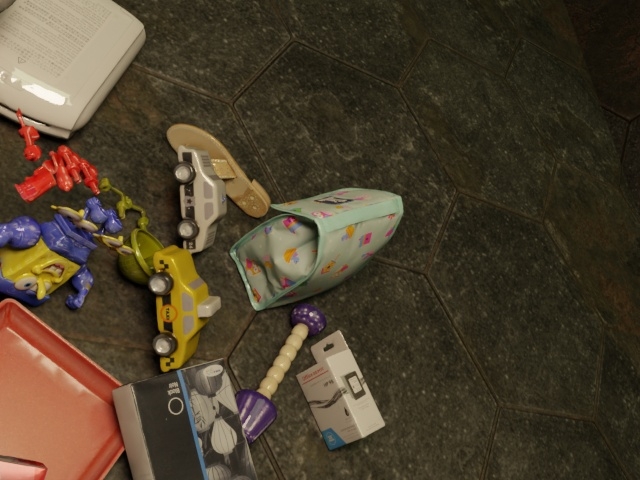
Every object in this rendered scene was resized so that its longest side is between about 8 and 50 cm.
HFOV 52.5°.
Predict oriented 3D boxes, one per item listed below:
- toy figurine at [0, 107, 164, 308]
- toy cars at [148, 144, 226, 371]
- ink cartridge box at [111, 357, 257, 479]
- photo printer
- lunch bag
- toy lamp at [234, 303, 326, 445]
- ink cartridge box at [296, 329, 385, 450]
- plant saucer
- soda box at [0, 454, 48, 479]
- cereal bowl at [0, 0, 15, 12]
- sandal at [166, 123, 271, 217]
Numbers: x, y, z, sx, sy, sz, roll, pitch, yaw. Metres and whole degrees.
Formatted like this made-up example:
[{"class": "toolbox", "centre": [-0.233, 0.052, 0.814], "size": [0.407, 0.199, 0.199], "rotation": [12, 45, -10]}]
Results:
[{"class": "toy figurine", "centre": [-0.394, 0.008, 0.951], "size": [0.191, 0.217, 0.362], "rotation": [55, -1, 23]}, {"class": "toy cars", "centre": [-0.197, 0.016, 1.055], "size": [0.087, 0.176, 0.393], "rotation": [-1, 56, 6]}, {"class": "ink cartridge box", "centre": [-0.170, 0.346, 0.915], "size": [0.165, 0.065, 0.332], "rotation": [-8, 77, -47]}, {"class": "photo printer", "centre": [-0.472, -0.326, 1.106], "size": [0.256, 0.107, 0.307], "rotation": [31, 49, -17]}, {"class": "lunch bag", "centre": [0.000, 0.000, 1.162], "size": [0.223, 0.262, 0.160], "rotation": [-15, 74, -42]}, {"class": "toy lamp", "centre": [-0.075, 0.223, 1.097], "size": [0.080, 0.080, 0.274], "rotation": [43, 43, -8]}, {"class": "ink cartridge box", "centre": [0.025, 0.260, 1.130], "size": [0.060, 0.104, 0.180], "rotation": [-14, 72, -41]}, {"class": "plant saucer", "centre": [-0.399, 0.248, 0.848], "size": [0.259, 0.048, 0.258], "rotation": [41, 46, -9]}, {"class": "soda box", "centre": [-0.379, 0.371, 0.702], "size": [0.083, 0.092, 0.263], "rotation": [19, 69, -21]}, {"class": "cereal bowl", "centre": [-0.570, -0.355, 0.881], "size": [0.339, 0.141, 0.339], "rotation": [2, 31, -1]}, {"class": "sandal", "centre": [-0.196, -0.116, 1.204], "size": [0.240, 0.088, 0.079], "rotation": [41, 40, -17]}]
